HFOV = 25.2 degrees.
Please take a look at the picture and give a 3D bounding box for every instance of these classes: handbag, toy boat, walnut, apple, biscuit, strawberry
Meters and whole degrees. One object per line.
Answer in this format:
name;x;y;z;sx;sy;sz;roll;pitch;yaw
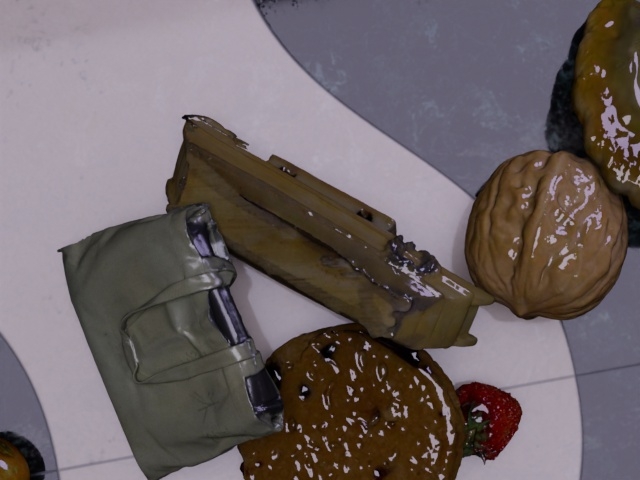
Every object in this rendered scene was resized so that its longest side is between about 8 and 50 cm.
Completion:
handbag;-0.180;0.117;1.731;0.253;0.109;0.316;-24;83;39
toy boat;0.000;0.000;1.742;0.445;0.162;0.136;30;120;17
walnut;0.270;-0.001;1.720;0.213;0.213;0.213;0;86;1
apple;-0.418;0.294;1.762;0.114;0.099;0.102;-35;83;2
biscuit;0.462;-0.153;1.754;0.335;0.078;0.329;9;60;-20
biscuit;0.037;0.238;1.750;0.295;0.075;0.296;1;92;19
strawberry;0.198;0.220;1.765;0.106;0.106;0.106;0;86;1
